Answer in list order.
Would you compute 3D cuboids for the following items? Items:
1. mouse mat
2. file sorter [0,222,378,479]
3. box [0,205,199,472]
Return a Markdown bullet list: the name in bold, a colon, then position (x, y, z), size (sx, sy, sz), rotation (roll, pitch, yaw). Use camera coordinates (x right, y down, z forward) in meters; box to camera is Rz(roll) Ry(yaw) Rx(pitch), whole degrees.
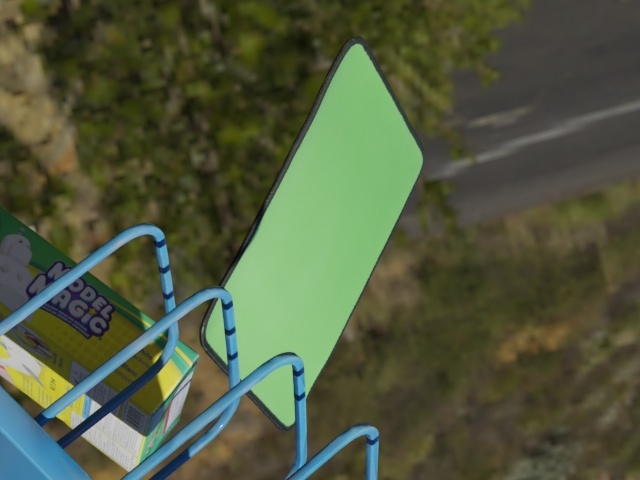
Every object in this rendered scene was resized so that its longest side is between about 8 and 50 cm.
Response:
- **mouse mat**: position (0.000, 0.000, 1.038), size (0.007, 0.189, 0.152), rotation (20, 163, 27)
- **file sorter**: position (-0.044, 0.094, 0.706), size (0.104, 0.170, 0.118), rotation (-39, 154, -22)
- **box**: position (-0.145, 0.033, 0.916), size (0.043, 0.179, 0.105), rotation (-53, 174, -25)
